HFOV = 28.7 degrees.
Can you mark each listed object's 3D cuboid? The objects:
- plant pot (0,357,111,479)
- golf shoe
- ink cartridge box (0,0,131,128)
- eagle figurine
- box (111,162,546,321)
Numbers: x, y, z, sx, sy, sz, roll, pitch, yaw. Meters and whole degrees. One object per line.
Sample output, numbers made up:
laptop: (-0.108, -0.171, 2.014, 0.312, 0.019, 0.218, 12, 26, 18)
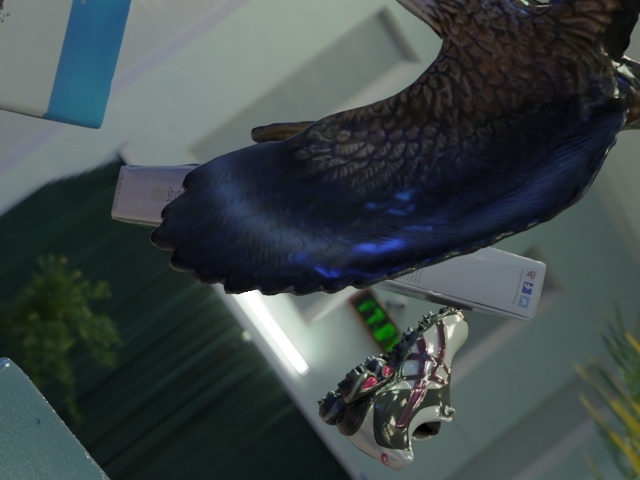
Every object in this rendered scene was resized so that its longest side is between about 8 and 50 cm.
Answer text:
plant pot: (-0.345, 0.304, 1.128, 0.248, 0.247, 0.252, 52, 22, -3)
golf shoe: (0.109, 0.171, 1.460, 0.120, 0.273, 0.105, 47, -49, 9)
ink cartridge box: (-0.330, -0.229, 1.084, 0.270, 0.197, 0.198, 9, 8, -43)
eagle figurine: (0.080, -0.075, 0.674, 0.226, 0.298, 0.225, 28, 21, -38)
box: (0.000, 0.000, 1.094, 0.321, 0.059, 0.232, 17, -4, -24)
